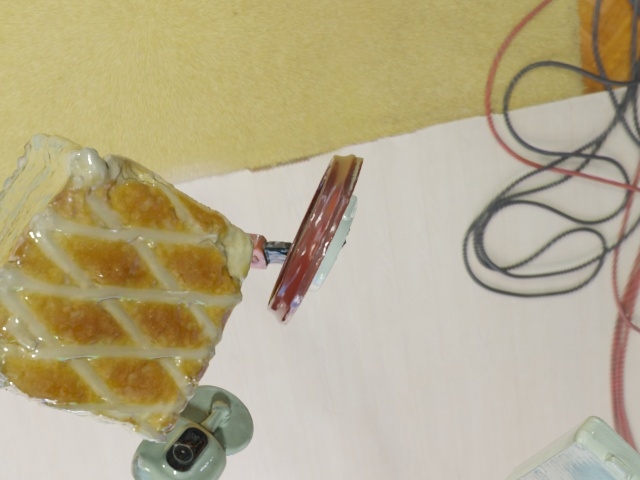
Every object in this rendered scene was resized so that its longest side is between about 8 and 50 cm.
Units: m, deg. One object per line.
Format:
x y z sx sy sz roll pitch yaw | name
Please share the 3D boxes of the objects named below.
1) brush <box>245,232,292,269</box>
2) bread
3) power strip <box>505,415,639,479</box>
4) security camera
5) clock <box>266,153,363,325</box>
-0.207 0.018 1.581 0.323 0.051 0.070 5 144 20 | brush
-0.336 0.068 1.195 0.390 0.279 0.371 35 80 -38 | bread
0.328 0.316 0.990 0.118 0.270 0.046 42 59 14 | power strip
-0.214 0.350 1.385 0.157 0.301 0.080 34 120 5 | security camera
0.000 0.000 1.319 0.080 0.318 0.319 23 100 -4 | clock
